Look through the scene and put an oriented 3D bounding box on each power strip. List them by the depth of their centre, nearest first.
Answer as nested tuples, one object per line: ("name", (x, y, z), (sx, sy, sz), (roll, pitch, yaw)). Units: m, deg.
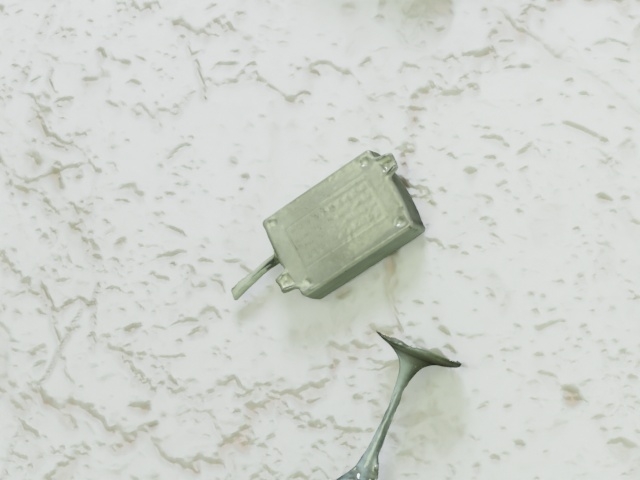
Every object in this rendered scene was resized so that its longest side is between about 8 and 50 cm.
("power strip", (0.000, 0.000, 1.387), (0.175, 0.042, 0.075), (-33, 75, 14))

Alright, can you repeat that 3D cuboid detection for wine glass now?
("wine glass", (0.024, 0.199, 1.344), (0.074, 0.074, 0.262), (24, 92, 19))
